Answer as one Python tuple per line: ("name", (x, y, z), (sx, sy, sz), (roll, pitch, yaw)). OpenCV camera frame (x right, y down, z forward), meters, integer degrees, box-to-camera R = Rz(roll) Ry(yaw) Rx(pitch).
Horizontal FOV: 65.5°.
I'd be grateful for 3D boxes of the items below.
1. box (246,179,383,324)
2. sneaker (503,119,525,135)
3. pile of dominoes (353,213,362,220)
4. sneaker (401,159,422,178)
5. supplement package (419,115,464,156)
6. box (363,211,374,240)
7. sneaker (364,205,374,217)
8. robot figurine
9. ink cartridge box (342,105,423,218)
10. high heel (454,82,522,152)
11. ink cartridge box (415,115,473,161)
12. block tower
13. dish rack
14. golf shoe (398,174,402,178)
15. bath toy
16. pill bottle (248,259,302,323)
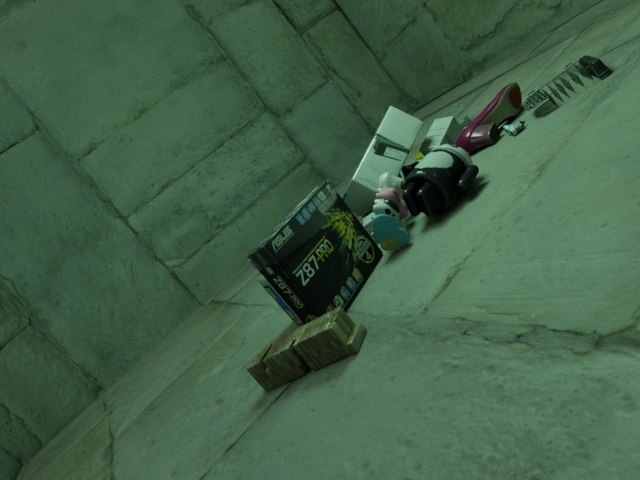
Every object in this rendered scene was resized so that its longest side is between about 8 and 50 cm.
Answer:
("box", (0.003, 0.043, 1.521), (0.097, 0.318, 0.395), (-30, 14, 44))
("sneaker", (0.705, -0.411, 1.792), (0.069, 0.038, 0.098), (-35, 21, 13))
("pile of dominoes", (0.212, -0.167, 2.439), (0.251, 0.040, 0.196), (-44, 11, -20))
("sneaker", (0.431, -0.287, 2.086), (0.121, 0.111, 0.300), (-20, 6, -10))
("supplement package", (0.518, -0.423, 2.118), (0.105, 0.105, 0.179), (2, 57, 51))
("box", (0.221, -0.063, 1.841), (0.101, 0.087, 0.102), (-36, 11, 16))
("sneaker", (0.240, -0.104, 1.975), (0.067, 0.078, 0.188), (-46, 13, -32))
("robot figurine", (0.379, -0.197, 1.616), (0.278, 0.209, 0.174), (-46, -19, -29))
("ink cartridge box", (0.255, -0.321, 2.117), (0.395, 0.166, 0.285), (-62, 0, -19))
("high heel", (0.668, -0.498, 1.992), (0.181, 0.127, 0.377), (-6, 37, 52))
("ink cartridge box", (0.584, -0.465, 2.339), (0.303, 0.072, 0.307), (-37, 13, 19))
("block tower", (-0.043, 0.283, 1.288), (0.335, 0.097, 0.091), (-31, 14, 33))
("dish rack", (0.848, -0.539, 1.745), (0.271, 0.074, 0.208), (-36, 10, 25))
("golf shoe", (0.260, -0.261, 2.404), (0.306, 0.115, 0.140), (-23, 10, 30))
("bath toy", (0.250, -0.109, 1.693), (0.129, 0.151, 0.348), (3, 36, 10))
("pill bottle", (-0.109, 0.131, 1.654), (0.152, 0.272, 0.152), (-37, 11, 8))
